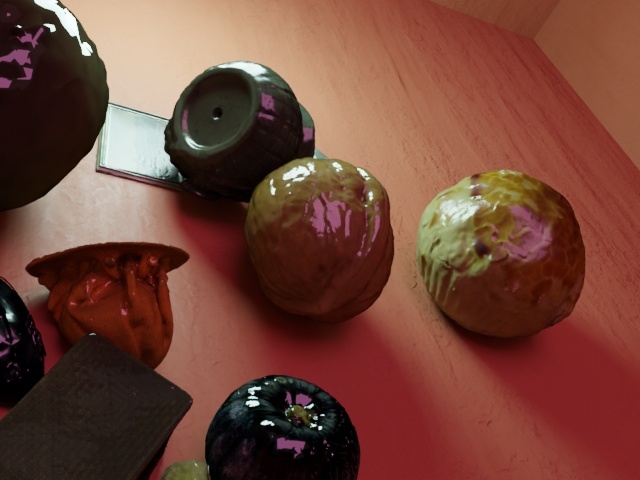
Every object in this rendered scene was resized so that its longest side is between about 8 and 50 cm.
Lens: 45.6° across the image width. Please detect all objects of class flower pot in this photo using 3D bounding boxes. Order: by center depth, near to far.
[{"bbox_3d":[-0.170,-0.209,1.570,0.301,0.302,0.213,55,13,30],"label":"flower pot"}]

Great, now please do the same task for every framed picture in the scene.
[{"bbox_3d":[-0.377,-0.207,1.633,0.197,0.014,0.252,13,39,-24],"label":"framed picture"}]

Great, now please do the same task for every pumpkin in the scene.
[{"bbox_3d":[-0.052,0.306,1.118,0.233,0.163,0.233,20,26,-10],"label":"pumpkin"}]

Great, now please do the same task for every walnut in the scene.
[{"bbox_3d":[0.000,0.000,1.434,0.333,0.332,0.332,20,37,-16],"label":"walnut"}]

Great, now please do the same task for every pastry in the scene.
[{"bbox_3d":[0.408,0.020,1.684,0.389,0.312,0.388,17,36,-13],"label":"pastry"}]

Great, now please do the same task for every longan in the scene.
[{"bbox_3d":[-0.554,-0.242,1.229,0.404,0.404,0.435,30,31,-3],"label":"longan"}]

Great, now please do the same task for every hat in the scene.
[{"bbox_3d":[-0.321,0.144,1.162,0.245,0.233,0.233,0,72,-21],"label":"hat"}]

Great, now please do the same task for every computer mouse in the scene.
[{"bbox_3d":[-0.474,0.129,1.098,0.147,0.077,0.241,-12,53,-47],"label":"computer mouse"}]

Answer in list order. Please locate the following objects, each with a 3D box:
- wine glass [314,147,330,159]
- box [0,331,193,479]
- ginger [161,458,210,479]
[{"bbox_3d":[0.013,-0.140,1.786,0.079,0.079,0.195,-11,54,-44],"label":"wine glass"},{"bbox_3d":[-0.312,0.279,0.978,0.184,0.143,0.273,32,36,1],"label":"box"},{"bbox_3d":[-0.165,0.380,1.020,0.123,0.115,0.193,42,22,-23],"label":"ginger"}]
